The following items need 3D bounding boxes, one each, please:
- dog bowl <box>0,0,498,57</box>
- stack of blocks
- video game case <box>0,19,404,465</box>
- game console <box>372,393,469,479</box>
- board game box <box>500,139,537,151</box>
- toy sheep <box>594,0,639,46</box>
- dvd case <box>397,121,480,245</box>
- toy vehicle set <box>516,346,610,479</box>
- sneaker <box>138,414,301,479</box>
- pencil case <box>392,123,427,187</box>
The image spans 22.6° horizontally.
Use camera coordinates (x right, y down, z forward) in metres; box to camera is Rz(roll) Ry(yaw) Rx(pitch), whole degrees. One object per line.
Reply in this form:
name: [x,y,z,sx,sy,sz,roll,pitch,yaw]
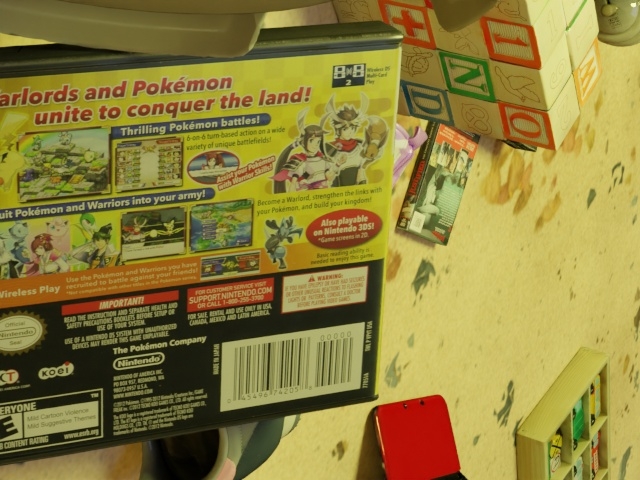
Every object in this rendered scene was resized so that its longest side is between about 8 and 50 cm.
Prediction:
dog bowl: [-0.088,-0.169,0.709,0.349,0.348,0.102,14,79,-60]
stack of blocks: [0.090,-0.210,1.139,0.087,0.171,0.297,-56,146,-28]
video game case: [-0.085,0.001,0.952,0.274,0.035,0.248,-7,115,-23]
game console: [0.069,0.218,1.477,0.124,0.085,0.144,-49,157,21]
board game box: [0.183,-0.183,1.441,0.126,0.026,0.186,18,84,-60]
toy sheep: [0.291,-0.231,1.557,0.132,0.091,0.091,-25,125,-58]
dvd case: [0.106,-0.059,1.401,0.087,0.013,0.119,18,87,-60]
toy vehicle set: [0.282,0.274,1.840,0.166,0.035,0.267,-45,139,-40]
sneaker: [-0.083,0.043,1.034,0.131,0.112,0.319,-44,137,-41]
pencil case: [0.000,0.000,1.177,0.086,0.088,0.206,37,71,-61]
